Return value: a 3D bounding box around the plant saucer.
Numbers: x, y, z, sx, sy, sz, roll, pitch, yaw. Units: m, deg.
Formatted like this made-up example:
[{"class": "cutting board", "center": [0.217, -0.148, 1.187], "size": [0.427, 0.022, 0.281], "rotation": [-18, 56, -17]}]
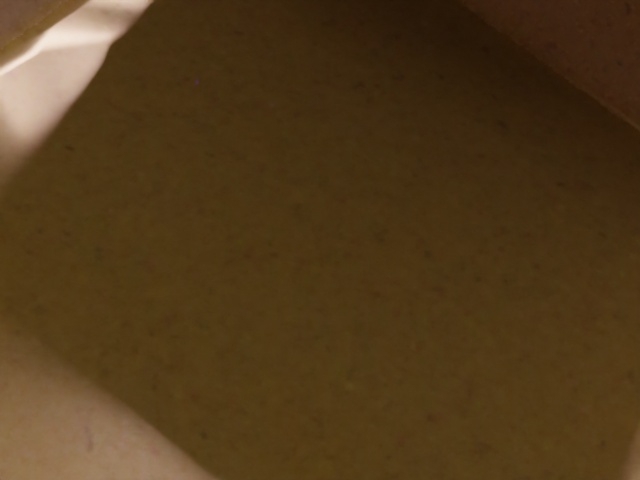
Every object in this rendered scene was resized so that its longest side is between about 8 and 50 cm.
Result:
[{"class": "plant saucer", "center": [0.000, 0.000, 0.458], "size": [0.333, 0.081, 0.333], "rotation": [38, 58, 14]}]
